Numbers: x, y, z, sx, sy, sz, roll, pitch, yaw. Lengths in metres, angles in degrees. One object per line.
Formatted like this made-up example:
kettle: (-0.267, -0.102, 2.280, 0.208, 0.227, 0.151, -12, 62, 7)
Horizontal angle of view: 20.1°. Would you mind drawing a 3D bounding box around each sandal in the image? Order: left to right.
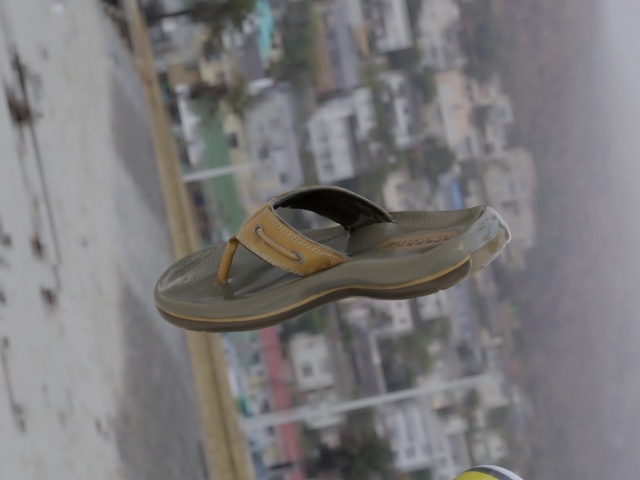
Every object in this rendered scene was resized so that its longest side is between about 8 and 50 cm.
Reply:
sandal: (0.000, 0.000, 0.819, 0.072, 0.180, 0.049, -50, 122, -49)

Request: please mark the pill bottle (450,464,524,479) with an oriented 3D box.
pill bottle: (0.079, 0.245, 1.305, 0.103, 0.184, 0.103, 30, -47, 37)
